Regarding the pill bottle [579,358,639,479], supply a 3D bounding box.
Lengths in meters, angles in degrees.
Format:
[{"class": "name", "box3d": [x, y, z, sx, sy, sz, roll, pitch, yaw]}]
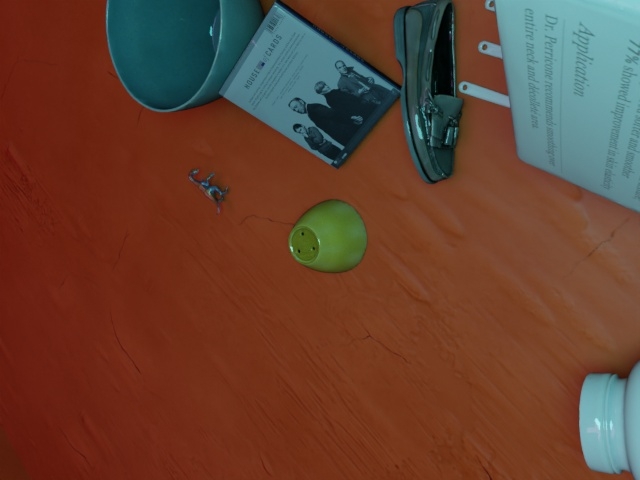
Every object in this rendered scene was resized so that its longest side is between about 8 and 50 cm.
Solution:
[{"class": "pill bottle", "box3d": [0.481, 0.221, 0.678, 0.323, 0.181, 0.181, -6, 96, 38]}]

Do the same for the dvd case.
[{"class": "dvd case", "box3d": [-0.017, -0.241, 0.957, 0.239, 0.029, 0.179, 31, 125, -17]}]

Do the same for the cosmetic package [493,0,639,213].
[{"class": "cosmetic package", "box3d": [0.408, -0.185, 0.490, 0.394, 0.329, 0.327, 32, 85, 27]}]

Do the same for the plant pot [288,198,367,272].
[{"class": "plant pot", "box3d": [0.000, 0.000, 1.042, 0.134, 0.095, 0.134, 8, 105, 34]}]

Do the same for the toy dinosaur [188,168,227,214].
[{"class": "toy dinosaur", "box3d": [-0.231, -0.109, 1.206, 0.082, 0.090, 0.047, 20, 133, -15]}]

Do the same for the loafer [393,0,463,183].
[{"class": "loafer", "box3d": [0.168, -0.219, 0.873, 0.084, 0.096, 0.267, -8, 92, 37]}]

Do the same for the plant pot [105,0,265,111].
[{"class": "plant pot", "box3d": [-0.209, -0.375, 1.056, 0.290, 0.195, 0.290, 8, 104, 35]}]

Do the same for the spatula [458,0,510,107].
[{"class": "spatula", "box3d": [0.311, -0.233, 0.813, 0.242, 0.019, 0.168, 28, 116, 29]}]
